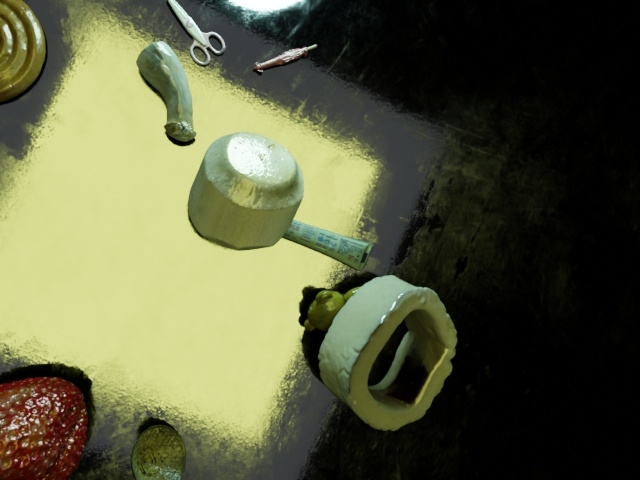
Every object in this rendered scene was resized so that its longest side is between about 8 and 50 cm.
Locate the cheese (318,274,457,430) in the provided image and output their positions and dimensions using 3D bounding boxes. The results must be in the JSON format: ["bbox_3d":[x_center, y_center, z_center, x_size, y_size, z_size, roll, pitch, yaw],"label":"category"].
[{"bbox_3d":[0.166,0.259,1.366,0.292,0.153,0.332,35,85,-33],"label":"cheese"}]

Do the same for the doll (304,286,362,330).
[{"bbox_3d":[0.062,0.164,1.423,0.209,0.097,0.137,1,121,-29],"label":"doll"}]

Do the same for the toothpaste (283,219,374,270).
[{"bbox_3d":[0.000,-0.001,1.418,0.268,0.047,0.069,20,69,-14],"label":"toothpaste"}]

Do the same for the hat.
[{"bbox_3d":[-0.383,0.499,1.318,0.146,0.067,0.146,29,50,-41],"label":"hat"}]

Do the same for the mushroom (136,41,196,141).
[{"bbox_3d":[-0.338,-0.335,1.322,0.092,0.081,0.224,-25,98,-31],"label":"mushroom"}]

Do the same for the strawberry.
[{"bbox_3d":[-0.623,0.400,1.185,0.238,0.250,0.288,27,57,21],"label":"strawberry"}]

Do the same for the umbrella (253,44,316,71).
[{"bbox_3d":[-0.085,-0.444,1.411,0.165,0.025,0.027,-22,114,-10],"label":"umbrella"}]

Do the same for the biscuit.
[{"bbox_3d":[-0.731,-0.424,1.248,0.261,0.037,0.262,0,90,-14],"label":"biscuit"}]

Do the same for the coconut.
[{"bbox_3d":[-0.168,-0.095,1.287,0.237,0.266,0.238,19,44,-19],"label":"coconut"}]

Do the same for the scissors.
[{"bbox_3d":[-0.302,-0.500,1.359,0.085,0.022,0.176,-39,101,-8],"label":"scissors"}]
